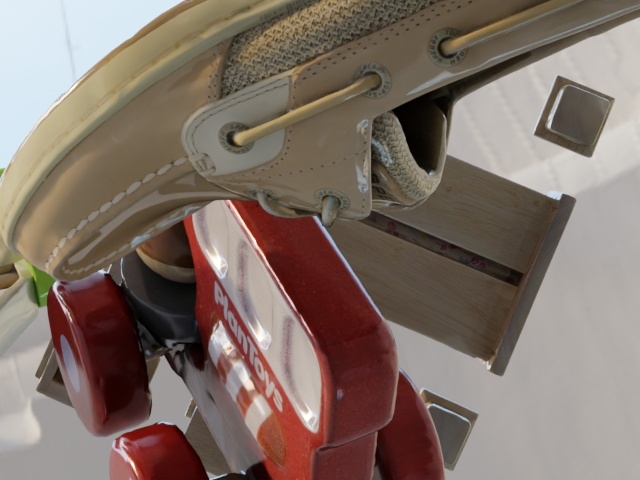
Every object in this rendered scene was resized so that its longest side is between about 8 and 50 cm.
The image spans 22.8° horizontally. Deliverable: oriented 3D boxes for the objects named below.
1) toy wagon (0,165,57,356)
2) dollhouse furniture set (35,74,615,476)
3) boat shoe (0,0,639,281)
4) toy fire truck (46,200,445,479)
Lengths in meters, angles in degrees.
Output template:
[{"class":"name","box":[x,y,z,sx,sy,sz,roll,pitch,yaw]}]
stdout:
[{"class":"toy wagon","box":[-0.342,0.051,1.242,0.267,0.068,0.344,-16,-143,-17]},{"class":"dollhouse furniture set","box":[0.000,0.000,1.182,0.303,0.174,0.355,24,-88,-2]},{"class":"boat shoe","box":[0.001,-0.057,0.639,0.110,0.341,0.121,60,-149,4]},{"class":"toy fire truck","box":[-0.045,0.035,0.874,0.169,0.254,0.302,-15,-131,-20]}]
